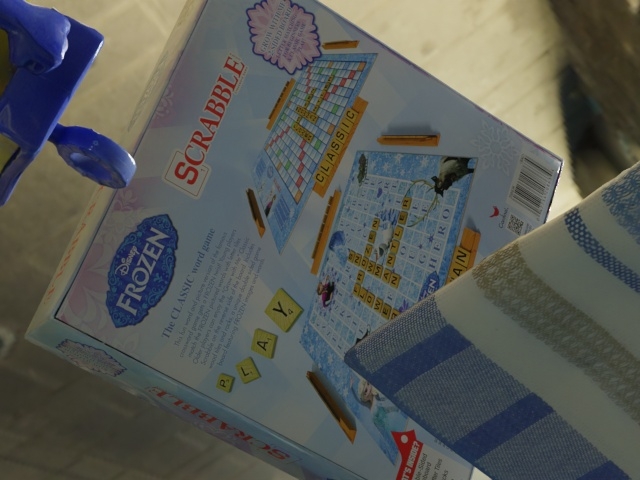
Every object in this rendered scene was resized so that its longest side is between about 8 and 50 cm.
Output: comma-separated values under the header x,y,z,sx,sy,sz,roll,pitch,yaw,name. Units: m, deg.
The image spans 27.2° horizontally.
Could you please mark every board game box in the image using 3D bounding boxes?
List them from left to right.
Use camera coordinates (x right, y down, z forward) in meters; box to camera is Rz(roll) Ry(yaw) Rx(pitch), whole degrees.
x,y,z,sx,sy,sz,roll,pitch,yaw,name
0.000,0.000,0.943,0.066,0.318,0.318,-30,-147,56,board game box

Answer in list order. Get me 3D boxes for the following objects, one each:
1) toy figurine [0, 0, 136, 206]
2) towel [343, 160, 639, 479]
x,y,z,sx,sy,sz,roll,pitch,yaw,name
-0.198,-0.047,0.602,0.217,0.191,0.362,22,159,-16,toy figurine
0.177,0.048,0.549,0.285,0.209,0.034,-34,-151,36,towel
